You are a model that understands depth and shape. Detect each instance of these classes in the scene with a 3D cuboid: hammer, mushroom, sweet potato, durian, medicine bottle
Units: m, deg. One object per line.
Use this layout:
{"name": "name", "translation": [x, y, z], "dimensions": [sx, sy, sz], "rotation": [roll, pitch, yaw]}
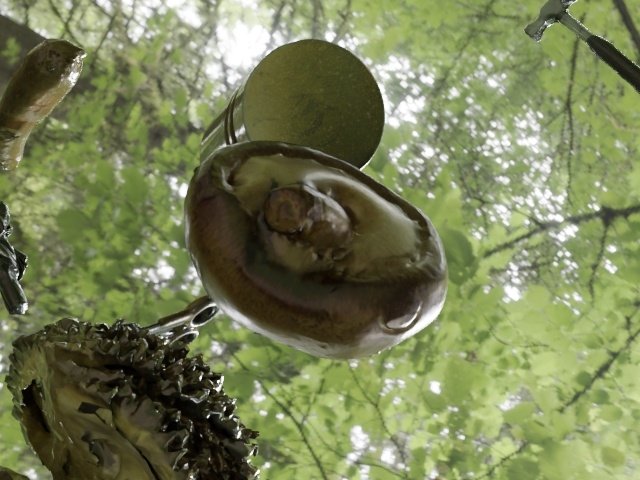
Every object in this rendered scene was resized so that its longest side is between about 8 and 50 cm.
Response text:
{"name": "hammer", "translation": [0.365, -0.256, 1.155], "dimensions": [0.103, 0.029, 0.246], "rotation": [-48, -139, 16]}
{"name": "mushroom", "translation": [-0.007, 0.012, 0.753], "dimensions": [0.231, 0.194, 0.138], "rotation": [33, -72, 12]}
{"name": "sweet potato", "translation": [-0.405, -0.184, 1.229], "dimensions": [0.273, 0.075, 0.075], "rotation": [-41, -129, 39]}
{"name": "durian", "translation": [-0.111, 0.141, 0.445], "dimensions": [0.167, 0.196, 0.196], "rotation": [5, -107, 63]}
{"name": "medicine bottle", "translation": [-0.049, -0.117, 1.045], "dimensions": [0.322, 0.151, 0.151], "rotation": [164, -56, -73]}

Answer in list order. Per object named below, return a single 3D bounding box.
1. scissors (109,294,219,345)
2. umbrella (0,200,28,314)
{"name": "scissors", "translation": [-0.187, 0.094, 0.898], "dimensions": [0.088, 0.220, 0.017], "rotation": [-47, -111, 24]}
{"name": "umbrella", "translation": [-0.640, 0.026, 1.755], "dimensions": [0.118, 0.118, 0.340], "rotation": [-49, -132, 11]}
